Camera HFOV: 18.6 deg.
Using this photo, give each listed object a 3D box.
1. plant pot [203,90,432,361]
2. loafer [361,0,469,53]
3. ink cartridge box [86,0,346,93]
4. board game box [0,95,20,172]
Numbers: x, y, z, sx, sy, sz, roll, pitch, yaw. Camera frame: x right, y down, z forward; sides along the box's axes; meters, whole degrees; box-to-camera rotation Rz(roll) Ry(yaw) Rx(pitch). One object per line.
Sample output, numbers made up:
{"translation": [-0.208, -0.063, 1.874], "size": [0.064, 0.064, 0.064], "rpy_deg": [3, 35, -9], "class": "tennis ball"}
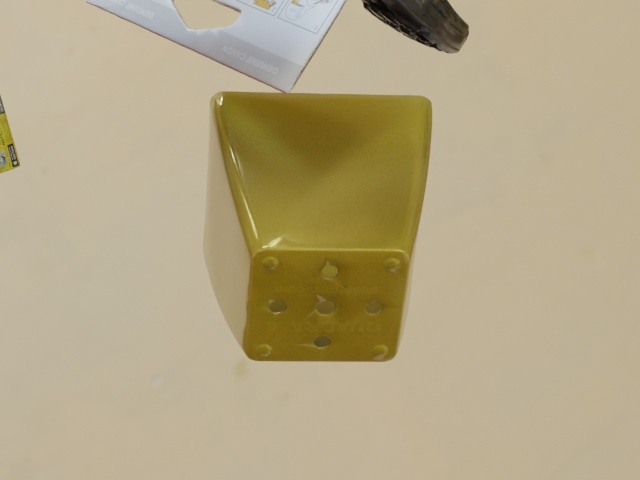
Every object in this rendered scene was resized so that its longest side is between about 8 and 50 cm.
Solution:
{"translation": [0.000, 0.000, 1.845], "size": [0.187, 0.212, 0.212], "rpy_deg": [-96, -171, -49], "class": "plant pot"}
{"translation": [0.060, -0.220, 1.556], "size": [0.076, 0.078, 0.223], "rpy_deg": [29, -4, 41], "class": "loafer"}
{"translation": [-0.045, -0.277, 1.782], "size": [0.296, 0.261, 0.066], "rpy_deg": [28, -3, 40], "class": "ink cartridge box"}
{"translation": [-0.413, -0.136, 1.891], "size": [0.060, 0.194, 0.194], "rpy_deg": [5, -68, 61], "class": "board game box"}
